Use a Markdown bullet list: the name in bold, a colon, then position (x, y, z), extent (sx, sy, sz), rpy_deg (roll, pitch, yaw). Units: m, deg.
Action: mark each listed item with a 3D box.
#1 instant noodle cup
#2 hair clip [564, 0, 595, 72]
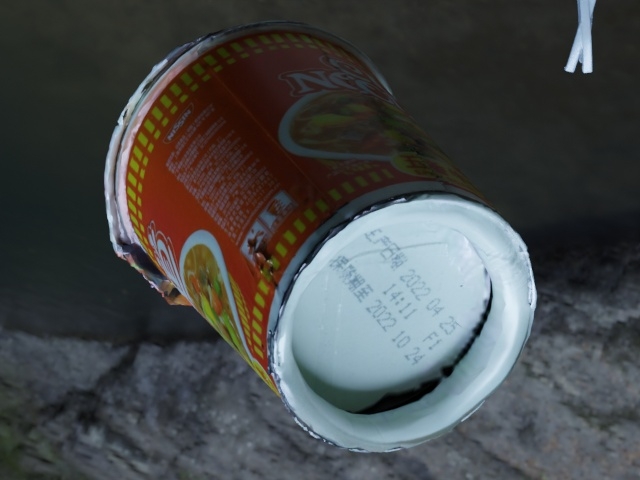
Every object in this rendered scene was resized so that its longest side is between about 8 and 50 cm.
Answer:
- **instant noodle cup**: position (0.000, 0.000, 0.566), extent (0.193, 0.193, 0.212), rpy_deg (30, -171, -30)
- **hair clip**: position (0.287, -0.240, 1.180), extent (0.030, 0.115, 0.039), rpy_deg (7, -168, 10)
